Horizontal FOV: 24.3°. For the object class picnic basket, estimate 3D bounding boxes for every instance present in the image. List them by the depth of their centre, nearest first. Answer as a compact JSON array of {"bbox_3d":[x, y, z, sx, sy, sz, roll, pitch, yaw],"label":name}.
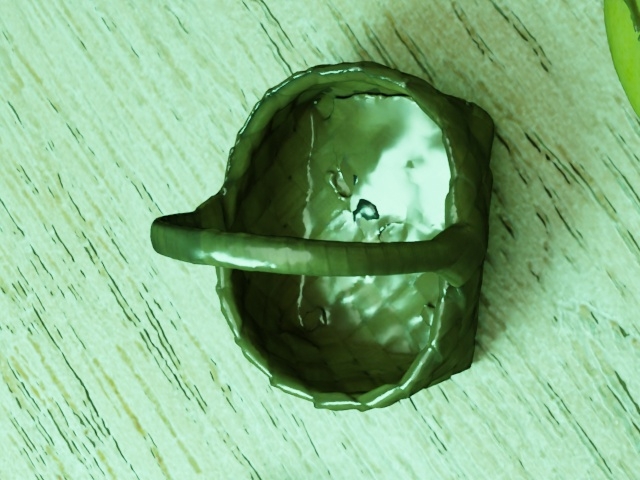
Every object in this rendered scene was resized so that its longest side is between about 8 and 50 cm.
[{"bbox_3d":[0.000,0.000,1.388,0.293,0.337,0.337,7,99,30],"label":"picnic basket"}]

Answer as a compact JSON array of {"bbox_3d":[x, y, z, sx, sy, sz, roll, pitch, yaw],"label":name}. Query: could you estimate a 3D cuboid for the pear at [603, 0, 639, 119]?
[{"bbox_3d":[0.372,-0.186,1.168,0.309,0.309,0.309,4,97,30],"label":"pear"}]
